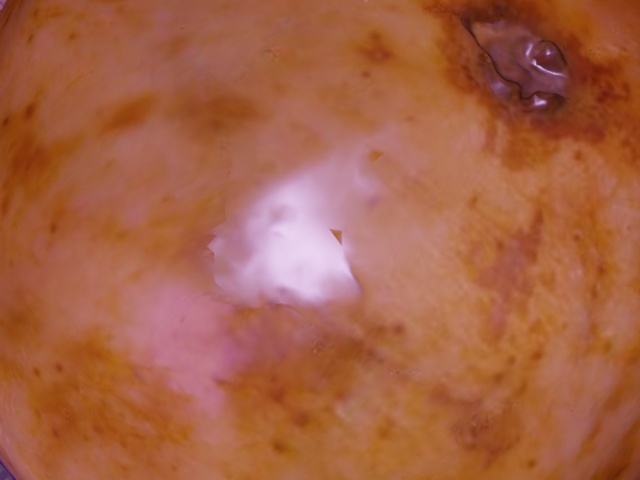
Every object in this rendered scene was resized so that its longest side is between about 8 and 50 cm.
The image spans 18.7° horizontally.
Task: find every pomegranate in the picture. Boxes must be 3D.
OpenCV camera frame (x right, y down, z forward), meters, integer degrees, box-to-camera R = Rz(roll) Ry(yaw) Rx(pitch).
[{"bbox_3d":[0.000,0.000,0.914,0.410,0.410,0.410,37,149,26],"label":"pomegranate"}]
